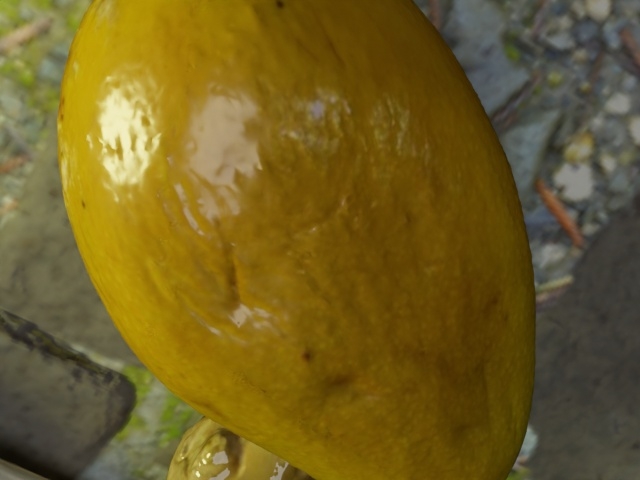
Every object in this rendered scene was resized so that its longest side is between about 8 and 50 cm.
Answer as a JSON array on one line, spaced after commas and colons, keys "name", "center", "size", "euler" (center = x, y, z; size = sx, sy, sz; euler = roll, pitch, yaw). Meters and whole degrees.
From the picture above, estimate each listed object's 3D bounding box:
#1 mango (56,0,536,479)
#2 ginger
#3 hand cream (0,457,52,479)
[{"name": "mango", "center": [0.000, 0.000, 0.530], "size": [0.176, 0.119, 0.317], "euler": [-38, 115, -13]}, {"name": "ginger", "center": [-0.042, 0.154, 0.636], "size": [0.095, 0.069, 0.190], "euler": [6, 115, -17]}, {"name": "hand cream", "center": [-0.247, 0.099, 0.576], "size": [0.121, 0.076, 0.336], "euler": [-43, 124, 17]}]
